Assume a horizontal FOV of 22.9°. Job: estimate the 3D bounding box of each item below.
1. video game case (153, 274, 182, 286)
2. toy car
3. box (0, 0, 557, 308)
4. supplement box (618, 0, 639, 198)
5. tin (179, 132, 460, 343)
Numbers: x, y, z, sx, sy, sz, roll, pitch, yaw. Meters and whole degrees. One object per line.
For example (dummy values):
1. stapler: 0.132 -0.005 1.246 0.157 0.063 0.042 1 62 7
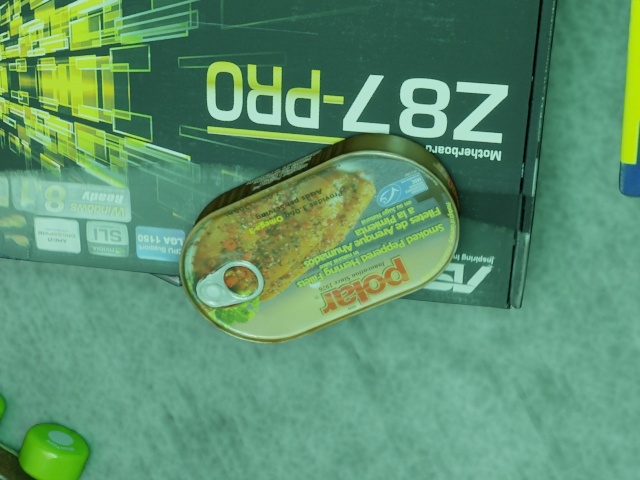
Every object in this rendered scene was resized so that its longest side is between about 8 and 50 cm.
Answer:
1. video game case: -0.176 -0.133 1.155 0.275 0.035 0.248 24 105 11
2. toy car: -0.279 0.214 1.164 0.149 0.188 0.155 26 105 11
3. box: -0.049 -0.128 1.015 0.395 0.097 0.318 7 122 6
4. supplement box: 0.280 -0.208 0.858 0.194 0.195 0.356 7 126 15
5. tin: 0.000 0.000 1.006 0.189 0.040 0.106 -22 110 21
